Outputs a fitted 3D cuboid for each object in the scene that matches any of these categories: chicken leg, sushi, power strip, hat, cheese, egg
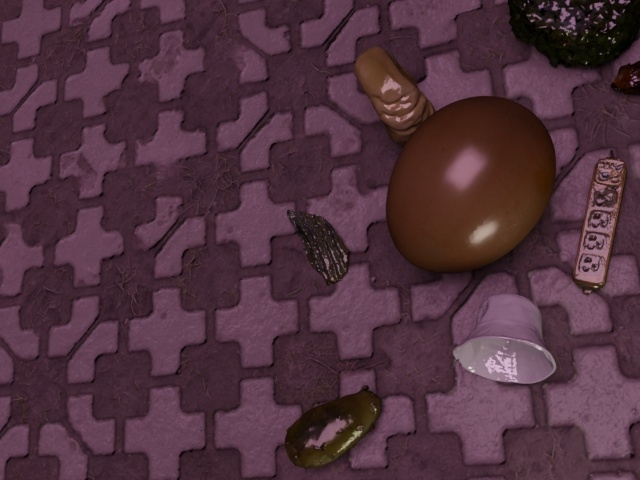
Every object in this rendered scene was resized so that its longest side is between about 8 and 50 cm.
[{"bbox_3d":[0.729,-0.406,1.549,0.304,0.093,0.113,-39,39,15],"label":"chicken leg"},{"bbox_3d":[0.556,-0.554,1.598,0.294,0.178,0.352,28,88,27],"label":"sushi"},{"bbox_3d":[0.561,-0.042,1.516,0.064,0.044,0.306,10,78,23],"label":"power strip"},{"bbox_3d":[0.362,0.182,1.464,0.203,0.203,0.126,6,58,21],"label":"hat"},{"bbox_3d":[0.158,-0.318,1.653,0.117,0.214,0.226,-35,73,12],"label":"cheese"},{"bbox_3d":[0.290,-0.106,1.490,0.301,0.301,0.374,34,87,25],"label":"egg"}]

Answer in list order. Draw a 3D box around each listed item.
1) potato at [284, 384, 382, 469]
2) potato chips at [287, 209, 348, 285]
[{"bbox_3d":[0.027,0.384,1.555,0.225,0.090,0.117,-33,60,0],"label":"potato"},{"bbox_3d":[0.000,0.000,1.714,0.092,0.028,0.208,-31,68,7],"label":"potato chips"}]
